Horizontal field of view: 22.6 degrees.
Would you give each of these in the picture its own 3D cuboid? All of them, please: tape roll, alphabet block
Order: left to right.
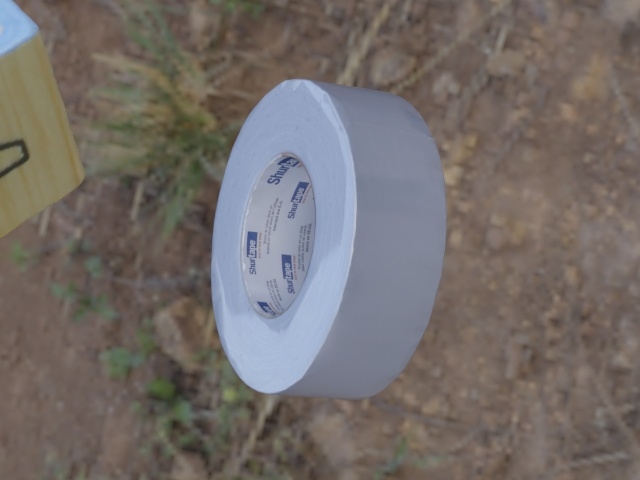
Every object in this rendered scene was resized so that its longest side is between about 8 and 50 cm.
[{"bbox_3d":[-0.342,-0.114,1.366,0.192,0.193,0.197,45,158,30],"label":"alphabet block"},{"bbox_3d":[0.000,0.000,1.114,0.219,0.072,0.219,-21,66,60],"label":"tape roll"}]
